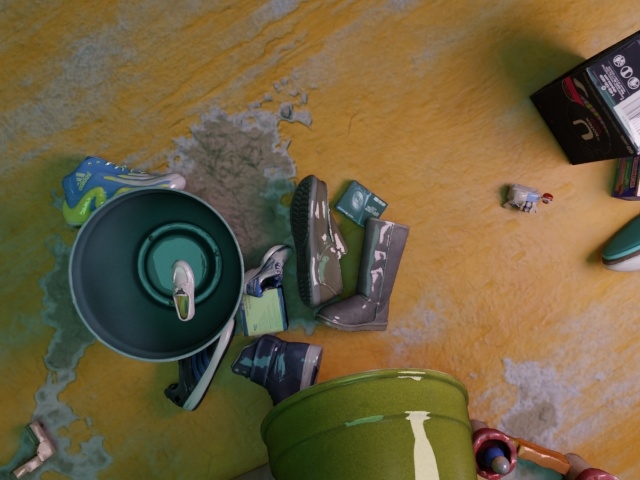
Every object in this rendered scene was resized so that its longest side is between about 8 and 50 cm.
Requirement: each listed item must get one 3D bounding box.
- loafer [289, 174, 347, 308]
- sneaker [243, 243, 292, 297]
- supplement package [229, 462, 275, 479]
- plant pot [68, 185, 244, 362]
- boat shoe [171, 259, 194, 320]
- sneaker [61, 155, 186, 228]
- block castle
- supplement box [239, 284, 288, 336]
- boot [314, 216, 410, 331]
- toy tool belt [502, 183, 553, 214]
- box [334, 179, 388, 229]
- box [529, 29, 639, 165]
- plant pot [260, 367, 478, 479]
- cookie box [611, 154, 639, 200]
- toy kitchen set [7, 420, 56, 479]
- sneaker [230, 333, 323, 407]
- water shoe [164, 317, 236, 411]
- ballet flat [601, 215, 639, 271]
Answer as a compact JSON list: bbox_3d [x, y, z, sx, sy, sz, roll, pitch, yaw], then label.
[{"bbox_3d":[0.000,0.000,1.260,0.087,0.094,0.252,-7,103,-24],"label":"loafer"},{"bbox_3d":[-0.090,0.062,1.246,0.058,0.052,0.135,22,53,32],"label":"sneaker"},{"bbox_3d":[-0.115,0.502,1.262,0.179,0.105,0.105,-24,95,1],"label":"supplement package"},{"bbox_3d":[-0.272,0.053,1.197,0.292,0.196,0.293,0,92,0],"label":"plant pot"},{"bbox_3d":[-0.225,0.082,1.082,0.035,0.035,0.100,-3,93,0],"label":"boat shoe"},{"bbox_3d":[-0.379,-0.112,1.242,0.239,0.091,0.126,-18,92,1],"label":"sneaker"},{"bbox_3d":[0.339,0.588,1.217,0.302,0.213,0.454,21,92,-1],"label":"block castle"},{"bbox_3d":[-0.108,0.134,1.271,0.083,0.056,0.084,-9,92,0],"label":"supplement box"},{"bbox_3d":[0.082,0.060,1.232,0.076,0.189,0.209,23,102,42],"label":"boot"},{"bbox_3d":[0.397,-0.074,1.276,0.083,0.052,0.051,15,123,2],"label":"toy tool belt"},{"bbox_3d":[0.079,-0.067,1.283,0.083,0.018,0.067,37,92,-2],"label":"box"},{"bbox_3d":[0.502,-0.241,1.152,0.143,0.270,0.165,-33,92,1],"label":"box"},{"bbox_3d":[0.102,0.446,1.053,0.366,0.367,0.353,-10,53,0],"label":"plant pot"},{"bbox_3d":[0.592,-0.122,1.240,0.040,0.107,0.092,10,92,-1],"label":"cookie box"},{"bbox_3d":[-0.573,0.406,1.277,0.068,0.083,0.075,-29,93,42],"label":"toy kitchen set"},{"bbox_3d":[-0.093,0.288,1.268,0.163,0.086,0.227,11,101,8],"label":"sneaker"},{"bbox_3d":[-0.231,0.226,1.267,0.080,0.073,0.203,26,91,1],"label":"water shoe"},{"bbox_3d":[0.713,-0.044,1.241,0.400,0.139,0.139,-40,92,-2],"label":"ballet flat"}]
